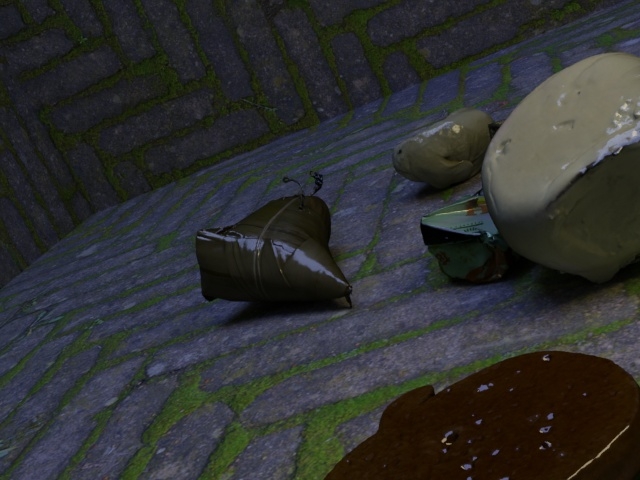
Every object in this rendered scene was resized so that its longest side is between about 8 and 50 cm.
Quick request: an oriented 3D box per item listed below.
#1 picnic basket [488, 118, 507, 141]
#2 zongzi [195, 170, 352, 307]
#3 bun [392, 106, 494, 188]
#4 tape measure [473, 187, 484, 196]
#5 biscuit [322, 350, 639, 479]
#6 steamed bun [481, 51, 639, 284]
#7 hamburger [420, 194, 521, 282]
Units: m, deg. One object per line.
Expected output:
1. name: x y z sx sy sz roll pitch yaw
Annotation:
1. picnic basket: 0.452 -0.176 1.702 0.196 0.154 0.134 -20 17 -25
2. zongzi: 0.000 0.000 1.870 0.418 0.181 0.447 7 29 35
3. bun: 0.311 -0.215 2.076 0.259 0.160 0.259 -31 1 0
4. tape measure: 0.367 -0.091 1.776 0.094 0.054 0.091 -31 23 -13
5. biscuit: 0.168 0.248 0.962 0.395 0.070 0.350 -27 14 -11
6. steamed bun: 0.421 -0.109 1.327 0.334 0.233 0.311 -35 31 25
7. hamburger: 0.276 -0.016 1.552 0.235 0.125 0.214 -5 19 41
